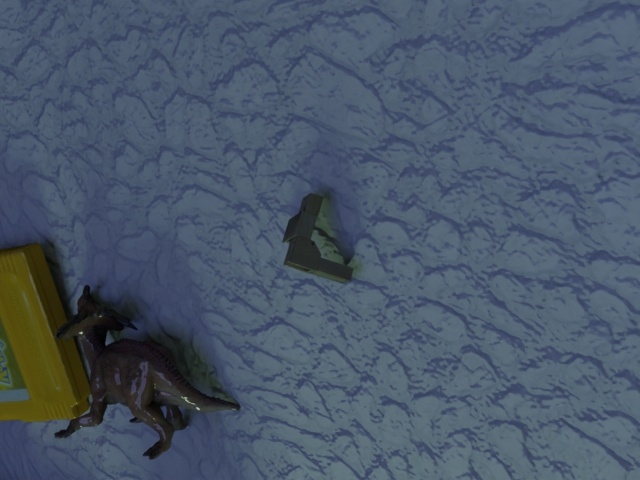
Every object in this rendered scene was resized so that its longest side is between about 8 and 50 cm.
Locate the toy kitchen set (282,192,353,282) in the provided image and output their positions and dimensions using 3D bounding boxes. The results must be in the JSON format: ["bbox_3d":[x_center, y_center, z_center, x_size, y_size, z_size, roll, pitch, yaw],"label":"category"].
[{"bbox_3d":[0.000,0.000,0.925,0.068,0.075,0.083,157,130,-72],"label":"toy kitchen set"}]

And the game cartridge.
[{"bbox_3d":[-0.535,0.160,1.286,0.324,0.053,0.285,-8,104,29],"label":"game cartridge"}]

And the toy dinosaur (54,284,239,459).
[{"bbox_3d":[-0.260,0.174,1.099,0.296,0.127,0.200,6,100,28],"label":"toy dinosaur"}]
